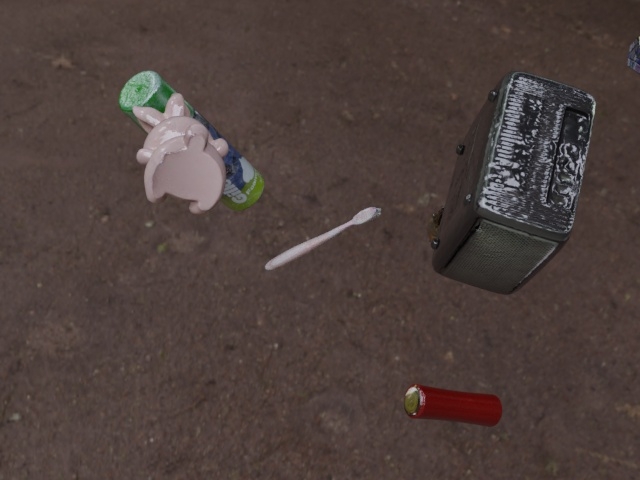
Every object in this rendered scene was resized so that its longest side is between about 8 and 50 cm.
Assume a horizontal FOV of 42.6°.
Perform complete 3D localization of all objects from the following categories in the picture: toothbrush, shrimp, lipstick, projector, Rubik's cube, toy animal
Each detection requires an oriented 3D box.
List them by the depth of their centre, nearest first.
[{"bbox_3d":[-0.190,-0.122,1.125,0.124,0.124,0.212,0,29,-17],"label":"toy animal"},{"bbox_3d":[0.000,0.000,1.642,0.030,0.307,0.025,-4,71,-53],"label":"toothbrush"},{"bbox_3d":[0.682,-0.375,1.670,0.093,0.111,0.111,7,41,-1],"label":"Rubik's cube"},{"bbox_3d":[0.305,0.379,1.881,0.241,0.080,0.080,13,37,-29],"label":"lipstick"},{"bbox_3d":[0.432,-0.124,1.897,0.242,0.405,0.395,19,68,1],"label":"projector"},{"bbox_3d":[0.339,-0.024,2.214,0.066,0.262,0.117,-27,78,-6],"label":"shrimp"}]

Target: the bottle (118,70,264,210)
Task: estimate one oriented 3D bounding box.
[{"bbox_3d":[-0.224,-0.171,1.471,0.093,0.330,0.093,-16,55,24],"label":"bottle"}]
